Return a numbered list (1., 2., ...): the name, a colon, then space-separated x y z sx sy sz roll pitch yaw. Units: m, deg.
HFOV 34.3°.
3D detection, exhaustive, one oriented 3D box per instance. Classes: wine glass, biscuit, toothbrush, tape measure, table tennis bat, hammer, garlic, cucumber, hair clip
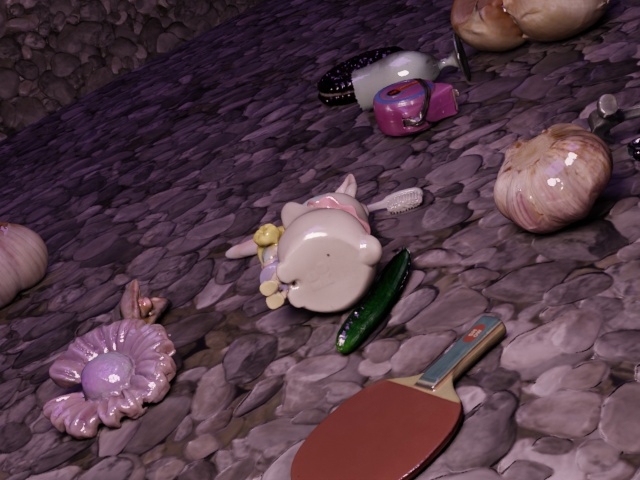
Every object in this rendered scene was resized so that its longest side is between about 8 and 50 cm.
1. wine glass: 0.158 -0.295 1.843 0.202 0.093 0.093 -16 24 19
2. biscuit: 0.080 -0.325 2.036 0.194 0.053 0.194 -20 22 9
3. toothbrush: 0.002 -0.019 1.478 0.307 0.025 0.030 -17 31 16
4. tape measure: 0.150 -0.217 1.706 0.118 0.074 0.125 -28 27 -22
5. table tennis bat: 0.085 0.161 1.004 0.274 0.021 0.154 -39 26 -27
6. hammer: 0.461 -0.177 1.324 0.246 0.029 0.103 -14 -19 -3
7. garlic: 0.364 -0.446 1.824 0.286 0.249 0.313 1 50 17
8. cucumber: 0.067 0.070 1.208 0.036 0.033 0.184 17 41 23
9. hair clip: -0.254 0.134 1.337 0.173 0.069 0.300 -19 23 12
10. garlic: -0.586 0.010 1.793 0.207 0.257 0.207 -11 -20 -4
11. garlic: 0.277 -0.070 1.220 0.147 0.102 0.159 -50 19 -21

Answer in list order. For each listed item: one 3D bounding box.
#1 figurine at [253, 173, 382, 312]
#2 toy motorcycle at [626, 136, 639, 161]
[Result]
1. figurine: 0.000 0.000 1.322 0.155 0.127 0.235 -35 17 13
2. toy motorcycle: 0.452 -0.129 1.231 0.173 0.058 0.100 -12 19 26
